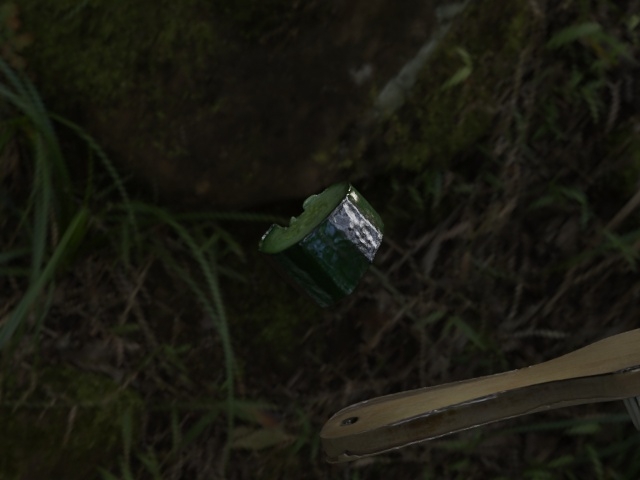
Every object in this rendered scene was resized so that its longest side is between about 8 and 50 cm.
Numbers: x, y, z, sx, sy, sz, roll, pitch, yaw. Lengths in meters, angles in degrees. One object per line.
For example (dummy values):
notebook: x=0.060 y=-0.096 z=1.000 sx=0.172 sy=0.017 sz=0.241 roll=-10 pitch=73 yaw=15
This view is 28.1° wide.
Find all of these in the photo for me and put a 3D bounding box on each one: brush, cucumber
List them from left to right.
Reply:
cucumber: x=0.004 y=0.002 z=2.063 sx=0.130 sy=0.191 sz=0.191 roll=45 pitch=32 yaw=-25
brush: x=0.159 y=0.099 z=0.775 sx=0.070 sy=0.327 sz=0.065 roll=-59 pitch=131 yaw=-69
